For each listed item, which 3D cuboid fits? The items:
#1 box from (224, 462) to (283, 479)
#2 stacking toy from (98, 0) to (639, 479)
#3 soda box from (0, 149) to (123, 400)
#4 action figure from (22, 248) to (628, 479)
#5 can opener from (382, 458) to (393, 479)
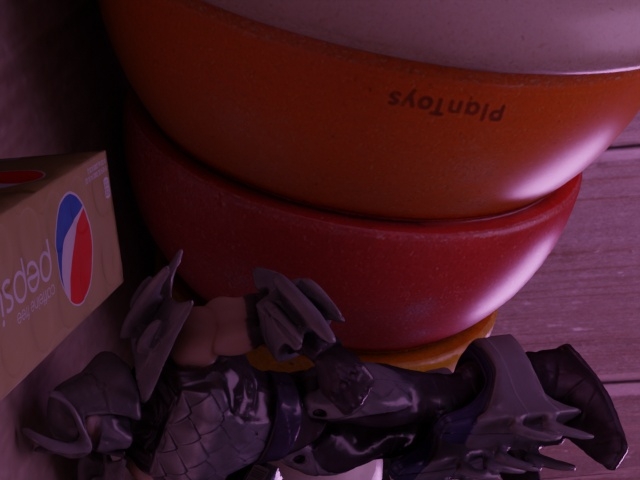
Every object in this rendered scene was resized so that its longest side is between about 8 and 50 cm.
[{"bbox_3d":[-0.058,0.198,0.806,0.137,0.027,0.094,-58,154,-25],"label":"box"},{"bbox_3d":[0.000,0.000,0.858,0.350,0.351,0.480,-76,180,-62],"label":"stacking toy"},{"bbox_3d":[-0.127,0.013,0.531,0.181,0.058,0.061,-61,146,-75],"label":"soda box"},{"bbox_3d":[-0.003,0.087,0.695,0.185,0.285,0.099,-58,-142,45],"label":"action figure"},{"bbox_3d":[0.112,0.302,1.840,0.280,0.093,0.074,-89,170,-55],"label":"can opener"}]
